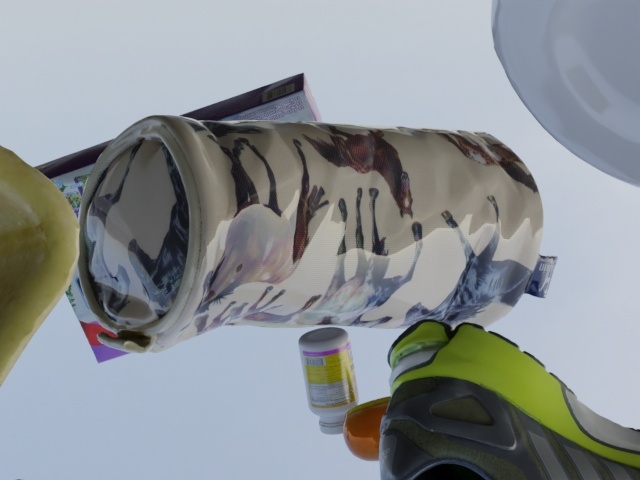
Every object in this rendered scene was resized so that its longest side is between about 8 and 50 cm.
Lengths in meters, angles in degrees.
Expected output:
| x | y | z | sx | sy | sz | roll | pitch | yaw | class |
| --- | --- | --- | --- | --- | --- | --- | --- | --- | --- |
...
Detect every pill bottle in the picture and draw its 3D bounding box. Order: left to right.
| x | y | z | sx | sy | sz | roll | pitch | yaw | class |
| --- | --- | --- | --- | --- | --- | --- | --- | --- | --- |
| 0.008 | 0.117 | 1.456 | 0.043 | 0.083 | 0.043 | -8 | -163 | 2 | pill bottle |
| 0.288 | -0.231 | 1.149 | 0.224 | 0.224 | 0.392 | 8 | -133 | 32 | pill bottle |

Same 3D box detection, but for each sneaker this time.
| x | y | z | sx | sy | sz | roll | pitch | yaw | class |
| --- | --- | --- | --- | --- | --- | --- | --- | --- | --- |
| 0.159 | 0.174 | 1.102 | 0.300 | 0.111 | 0.121 | 29 | -126 | -4 | sneaker |

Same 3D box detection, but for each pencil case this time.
| x | y | z | sx | sy | sz | roll | pitch | yaw | class |
| --- | --- | --- | --- | --- | --- | --- | --- | --- | --- |
| 0.000 | 0.000 | 1.347 | 0.410 | 0.183 | 0.160 | 0 | 173 | -45 | pencil case |

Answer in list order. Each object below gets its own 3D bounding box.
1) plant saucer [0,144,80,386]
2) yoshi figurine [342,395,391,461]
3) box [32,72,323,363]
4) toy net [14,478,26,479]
| x | y | z | sx | sy | sz | roll | pitch | yaw | class |
| --- | --- | --- | --- | --- | --- | --- | --- | --- | --- |
| -0.284 | 0.043 | 0.451 | 0.333 | 0.332 | 0.081 | 33 | 175 | -5 | plant saucer |
| 0.099 | 0.308 | 1.392 | 0.203 | 0.362 | 0.203 | -11 | 164 | -29 | yoshi figurine |
| -0.117 | -0.019 | 1.687 | 0.293 | 0.201 | 0.057 | -18 | -157 | 8 | box |
| -0.338 | 0.203 | 1.509 | 0.232 | 0.045 | 0.122 | 28 | -162 | -2 | toy net |
